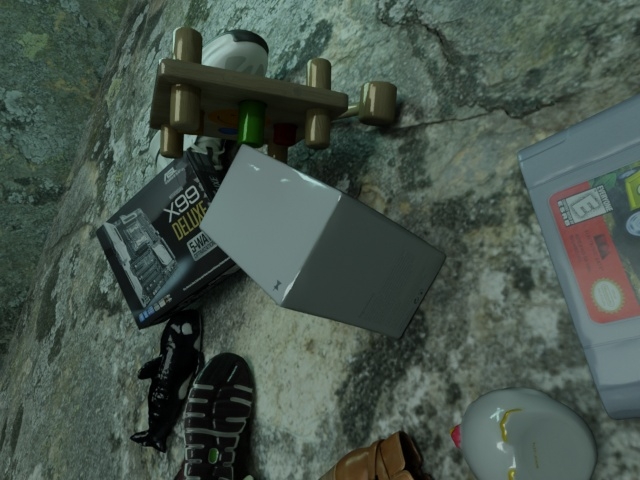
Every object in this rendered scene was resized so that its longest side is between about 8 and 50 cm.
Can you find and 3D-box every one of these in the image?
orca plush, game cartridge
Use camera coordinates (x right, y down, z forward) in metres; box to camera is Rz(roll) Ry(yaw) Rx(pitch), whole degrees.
[{"bbox_3d":[-0.334,0.276,0.889,0.151,0.102,0.288,27,93,47],"label":"orca plush"},{"bbox_3d":[0.316,-0.006,0.397,0.196,0.060,0.295,-24,58,32],"label":"game cartridge"}]

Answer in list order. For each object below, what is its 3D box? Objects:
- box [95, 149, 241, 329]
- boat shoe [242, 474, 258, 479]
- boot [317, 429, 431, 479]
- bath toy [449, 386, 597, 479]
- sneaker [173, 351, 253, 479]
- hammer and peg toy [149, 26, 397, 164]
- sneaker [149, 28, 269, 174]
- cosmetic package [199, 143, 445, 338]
[{"bbox_3d":[-0.301,0.005,0.896,0.307,0.076,0.243,-33,80,23],"label":"box"},{"bbox_3d":[-0.121,0.421,0.663,0.133,0.042,0.049,-67,18,-1],"label":"boat shoe"},{"bbox_3d":[0.073,0.330,0.486,0.152,0.073,0.197,-42,51,20],"label":"boot"},{"bbox_3d":[0.158,0.307,0.379,0.151,0.129,0.349,6,76,1],"label":"bath toy"},{"bbox_3d":[-0.199,0.340,0.734,0.162,0.106,0.282,-46,30,48],"label":"sneaker"},{"bbox_3d":[-0.075,-0.189,0.694,0.266,0.360,0.128,177,95,-65],"label":"hammer and peg toy"},{"bbox_3d":[-0.233,-0.225,0.987,0.447,0.169,0.258,-41,57,36],"label":"sneaker"},{"bbox_3d":[0.000,0.000,0.582,0.224,0.224,0.138,34,98,46],"label":"cosmetic package"}]
